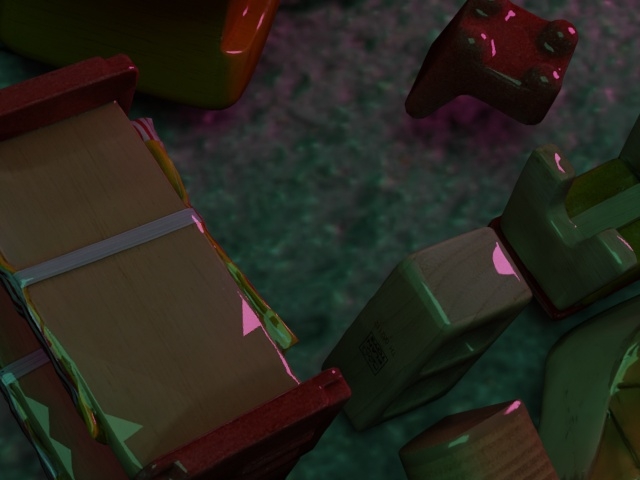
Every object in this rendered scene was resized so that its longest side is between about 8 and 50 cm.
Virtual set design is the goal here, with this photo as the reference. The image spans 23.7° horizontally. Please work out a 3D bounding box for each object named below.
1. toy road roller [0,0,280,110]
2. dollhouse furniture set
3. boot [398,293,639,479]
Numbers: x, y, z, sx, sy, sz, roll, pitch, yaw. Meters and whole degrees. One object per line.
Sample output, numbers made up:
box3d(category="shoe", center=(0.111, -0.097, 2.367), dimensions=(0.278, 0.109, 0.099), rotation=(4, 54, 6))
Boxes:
box3d(category="toy road roller", center=(-0.072, -0.224, 0.832), dimensions=(0.202, 0.240, 0.329), rotation=(18, 32, 3))
box3d(category="dollhouse furniture set", center=(0.000, 0.000, 0.773), dimensions=(0.374, 0.152, 0.201), rotation=(-23, 71, -30))
box3d(category="boot", center=(0.177, 0.142, 0.744), dimensions=(0.295, 0.104, 0.211), rotation=(-26, 93, -34))
